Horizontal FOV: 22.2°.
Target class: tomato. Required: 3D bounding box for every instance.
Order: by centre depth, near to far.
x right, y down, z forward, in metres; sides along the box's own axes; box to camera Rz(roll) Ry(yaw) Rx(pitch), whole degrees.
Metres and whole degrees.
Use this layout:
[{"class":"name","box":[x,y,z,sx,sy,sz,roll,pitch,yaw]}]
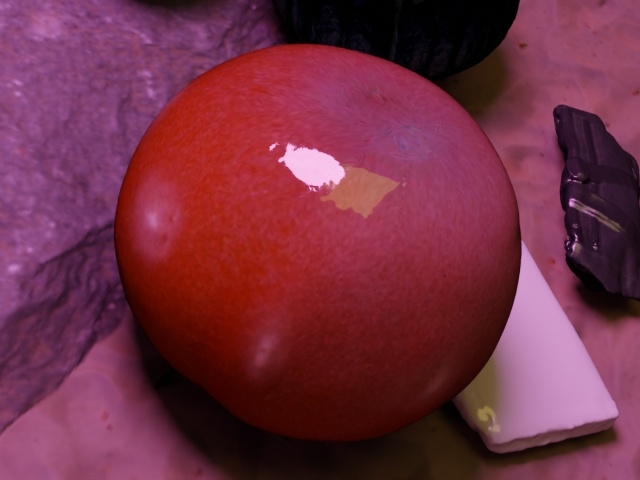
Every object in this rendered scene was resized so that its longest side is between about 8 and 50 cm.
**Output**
[{"class":"tomato","box":[0.000,0.000,1.021,0.256,0.224,0.256,15,37,-12]}]

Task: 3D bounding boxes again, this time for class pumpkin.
[{"class":"pumpkin","box":[0.058,-0.200,1.275,0.202,0.140,0.202,6,39,-5]}]

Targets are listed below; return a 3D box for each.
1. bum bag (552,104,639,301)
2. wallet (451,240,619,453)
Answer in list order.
[{"class":"bum bag","box":[0.213,-0.027,1.260,0.087,0.049,0.197,30,39,-22]},{"class":"wallet","box":[0.123,0.065,1.148,0.124,0.032,0.183,-8,54,-30]}]
